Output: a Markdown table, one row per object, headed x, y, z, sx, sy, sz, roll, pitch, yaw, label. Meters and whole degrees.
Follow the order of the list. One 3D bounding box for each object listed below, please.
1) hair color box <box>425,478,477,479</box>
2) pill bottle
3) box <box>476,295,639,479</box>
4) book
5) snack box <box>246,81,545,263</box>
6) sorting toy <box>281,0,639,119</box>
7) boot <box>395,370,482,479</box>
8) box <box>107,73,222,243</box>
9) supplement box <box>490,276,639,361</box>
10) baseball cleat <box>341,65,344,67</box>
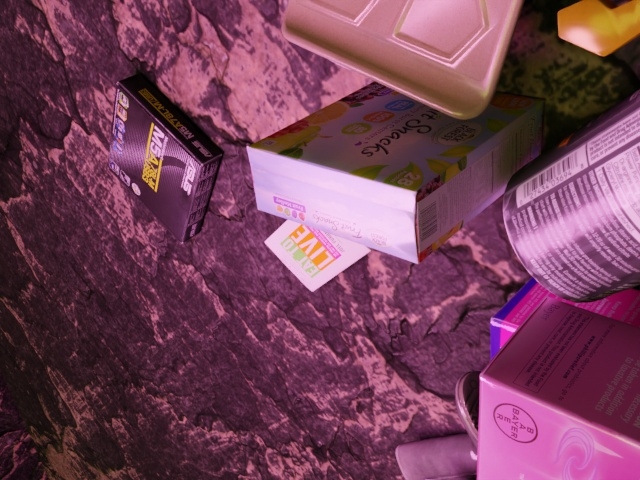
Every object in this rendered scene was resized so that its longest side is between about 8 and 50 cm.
| x | y | z | sx | sy | sz | roll | pitch | yaw | label |
| --- | --- | --- | --- | --- | --- | --- | --- | --- | --- |
| 0.257 | 0.346 | 0.712 | 0.347 | 0.174 | 0.105 | -16 | 134 | 42 | hair color box |
| 0.260 | -0.052 | 0.503 | 0.130 | 0.130 | 0.245 | 53 | 142 | 1 | pill bottle |
| 0.250 | 0.193 | 0.526 | 0.243 | 0.117 | 0.214 | 20 | 131 | 35 | box |
| 0.000 | 0.000 | 0.895 | 0.096 | 0.035 | 0.144 | 49 | 141 | 0 | book |
| 0.071 | -0.075 | 0.618 | 0.174 | 0.207 | 0.070 | 20 | 131 | 37 | snack box |
| 0.107 | -0.213 | 0.518 | 0.307 | 0.041 | 0.229 | 32 | 127 | 26 | sorting toy |
| 0.169 | 0.254 | 0.882 | 0.190 | 0.076 | 0.208 | 58 | 148 | -5 | boot |
| -0.237 | -0.116 | 1.040 | 0.184 | 0.045 | 0.191 | 46 | 142 | 14 | box |
| 0.276 | 0.119 | 0.627 | 0.220 | 0.114 | 0.111 | 19 | 129 | 38 | supplement box |
| 0.063 | -0.210 | 0.654 | 0.205 | 0.072 | 0.109 | 21 | 147 | 38 | baseball cleat |
